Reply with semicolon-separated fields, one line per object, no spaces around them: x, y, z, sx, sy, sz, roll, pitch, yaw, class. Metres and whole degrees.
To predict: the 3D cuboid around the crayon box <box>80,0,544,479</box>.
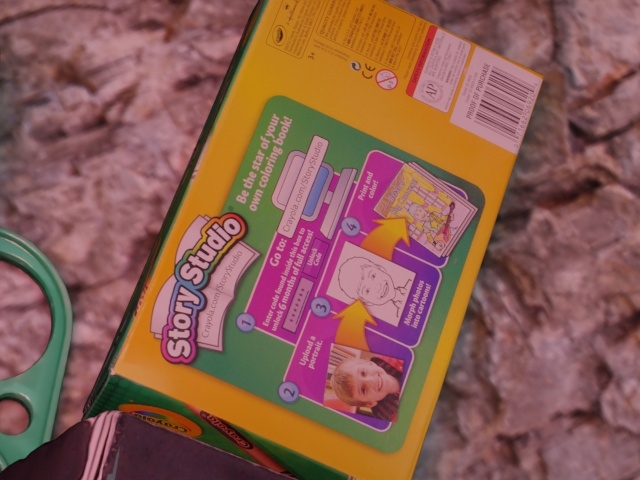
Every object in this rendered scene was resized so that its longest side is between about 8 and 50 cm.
0.000;0.000;1.050;0.165;0.081;0.278;25;63;-7;crayon box

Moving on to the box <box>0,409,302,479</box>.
0.017;0.388;0.738;0.480;0.297;0.472;24;61;-19;box

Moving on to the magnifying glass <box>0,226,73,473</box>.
-0.157;0.099;0.987;0.092;0.026;0.231;-10;73;-22;magnifying glass
